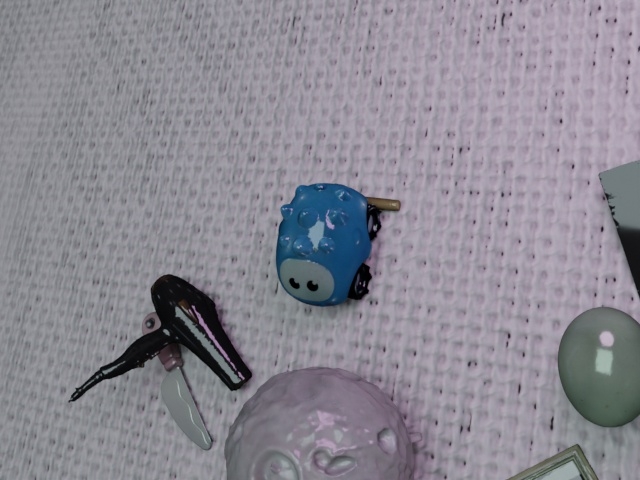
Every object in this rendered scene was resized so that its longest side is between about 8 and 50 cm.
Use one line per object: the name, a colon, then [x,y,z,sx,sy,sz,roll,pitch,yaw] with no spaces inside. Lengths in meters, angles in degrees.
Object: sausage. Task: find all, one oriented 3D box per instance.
sausage: [0.102,-0.079,1.542,0.132,0.024,0.024,8,79,27]

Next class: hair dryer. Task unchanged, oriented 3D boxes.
hair dryer: [-0.351,0.261,1.565,0.360,0.120,0.303,-33,71,-17]

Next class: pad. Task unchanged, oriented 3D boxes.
pad: [0.584,-0.025,1.252,0.164,0.004,0.242,-18,84,26]

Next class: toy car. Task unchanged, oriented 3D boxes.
toy car: [0.000,0.000,1.477,0.189,0.190,0.255,10,82,27]

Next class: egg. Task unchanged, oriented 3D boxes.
egg: [0.462,0.204,1.207,0.149,0.149,0.192,-6,80,25]

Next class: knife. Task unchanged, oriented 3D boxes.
knife: [-0.322,0.309,1.630,0.081,0.043,0.335,-32,65,15]

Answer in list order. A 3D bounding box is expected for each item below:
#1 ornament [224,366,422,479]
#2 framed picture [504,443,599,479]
ornament: [-0.007,0.384,1.296,0.337,0.337,0.336,-8,72,24]
framed picture: [0.359,0.509,1.244,0.293,0.018,0.231,-33,63,14]
